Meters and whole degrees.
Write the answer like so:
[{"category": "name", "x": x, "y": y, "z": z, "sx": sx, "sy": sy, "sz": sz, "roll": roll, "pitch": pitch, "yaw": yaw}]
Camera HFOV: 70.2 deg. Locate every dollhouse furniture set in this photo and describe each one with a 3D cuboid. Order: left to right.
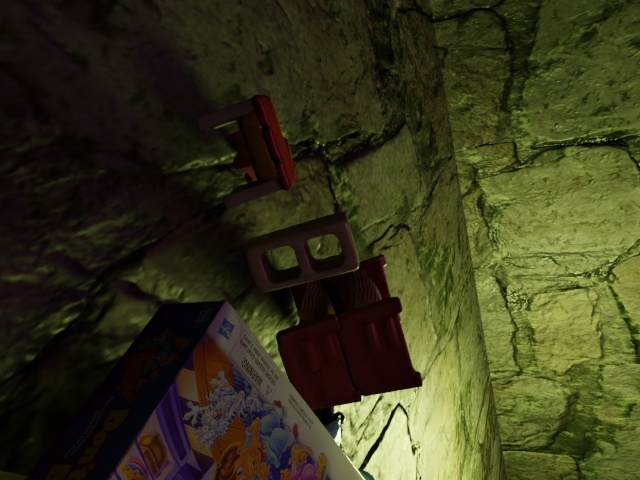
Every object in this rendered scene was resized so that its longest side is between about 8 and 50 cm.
[{"category": "dollhouse furniture set", "x": 0.000, "y": 0.000, "z": 0.586, "sx": 0.201, "sy": 0.152, "sz": 0.373, "roll": -86, "pitch": 159, "yaw": -74}]

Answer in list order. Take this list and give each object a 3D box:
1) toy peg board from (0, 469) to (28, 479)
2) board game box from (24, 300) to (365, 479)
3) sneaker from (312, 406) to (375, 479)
[{"category": "toy peg board", "x": -0.212, "y": 0.246, "z": 0.294, "sx": 0.160, "sy": 0.079, "sz": 0.161, "roll": 52, "pitch": 43, "yaw": -45}, {"category": "board game box", "x": -0.066, "y": 0.252, "z": 0.362, "sx": 0.347, "sy": 0.078, "sz": 0.233, "roll": 60, "pitch": 39, "yaw": -30}, {"category": "sneaker", "x": 0.004, "y": 0.296, "z": 0.629, "sx": 0.330, "sy": 0.130, "sz": 0.147, "roll": 52, "pitch": 45, "yaw": -45}]
